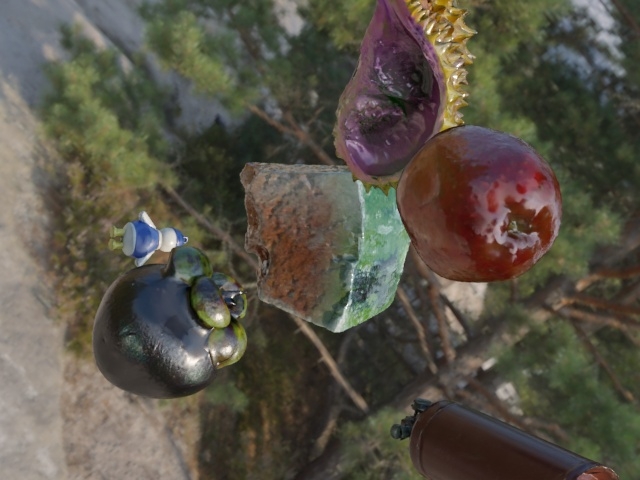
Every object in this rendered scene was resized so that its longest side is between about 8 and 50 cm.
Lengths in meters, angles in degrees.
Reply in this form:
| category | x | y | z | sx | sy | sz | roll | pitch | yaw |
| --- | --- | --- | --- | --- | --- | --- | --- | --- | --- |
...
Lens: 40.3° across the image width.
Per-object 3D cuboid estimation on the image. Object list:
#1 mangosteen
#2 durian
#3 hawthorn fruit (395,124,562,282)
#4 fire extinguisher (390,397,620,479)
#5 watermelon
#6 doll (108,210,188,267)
| category | x | y | z | sx | sy | sz | roll | pitch | yaw |
| --- | --- | --- | --- | --- | --- | --- | --- | --- | --- |
| mangosteen | -0.229 | 0.131 | 1.362 | 0.243 | 0.243 | 0.243 | 44 | 21 | -22 |
| durian | 0.114 | -0.168 | 1.044 | 0.153 | 0.260 | 0.187 | -2 | 60 | -22 |
| hawthorn fruit | 0.131 | -0.027 | 0.714 | 0.133 | 0.133 | 0.138 | 47 | -6 | -16 |
| fire extinguisher | 0.207 | 0.261 | 1.049 | 0.147 | 0.107 | 0.337 | 10 | 3 | -33 |
| watermelon | 0.006 | 0.003 | 1.447 | 0.151 | 0.301 | 0.264 | -76 | 170 | -78 |
| doll | -0.295 | -0.002 | 1.517 | 0.142 | 0.099 | 0.057 | -1 | 10 | -34 |
